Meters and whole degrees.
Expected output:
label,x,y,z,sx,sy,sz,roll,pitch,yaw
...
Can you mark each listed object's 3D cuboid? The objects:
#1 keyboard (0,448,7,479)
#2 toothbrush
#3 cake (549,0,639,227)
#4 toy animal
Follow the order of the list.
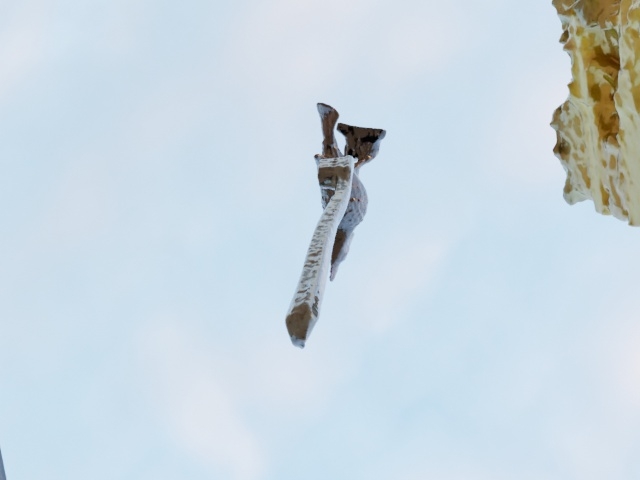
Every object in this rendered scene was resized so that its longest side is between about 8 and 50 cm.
label,x,y,z,sx,sy,sz,roll,pitch,yaw
keyboard,-0.305,0.222,1.362,0.018,0.195,0.060,-9,-139,-12
toothbrush,0.000,0.000,1.104,0.031,0.030,0.297,3,-154,5
cake,0.355,-0.124,1.220,0.228,0.222,0.286,-19,-159,-19
toy animal,0.023,-0.053,1.588,0.070,0.105,0.202,16,-73,37
